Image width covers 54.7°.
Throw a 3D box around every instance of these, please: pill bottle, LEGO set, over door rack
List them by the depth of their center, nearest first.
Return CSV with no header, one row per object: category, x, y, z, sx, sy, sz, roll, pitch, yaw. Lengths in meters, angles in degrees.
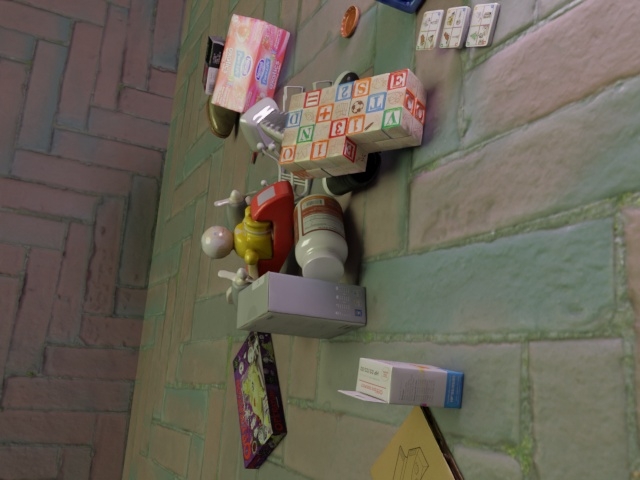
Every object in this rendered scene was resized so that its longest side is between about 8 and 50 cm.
LEGO set,0.284,-0.480,1.173,0.182,0.060,0.244,18,98,52
pill bottle,0.000,0.000,1.422,0.216,0.121,0.121,-95,28,-49
over door rack,-0.089,-0.300,1.772,0.239,0.108,0.324,22,100,63

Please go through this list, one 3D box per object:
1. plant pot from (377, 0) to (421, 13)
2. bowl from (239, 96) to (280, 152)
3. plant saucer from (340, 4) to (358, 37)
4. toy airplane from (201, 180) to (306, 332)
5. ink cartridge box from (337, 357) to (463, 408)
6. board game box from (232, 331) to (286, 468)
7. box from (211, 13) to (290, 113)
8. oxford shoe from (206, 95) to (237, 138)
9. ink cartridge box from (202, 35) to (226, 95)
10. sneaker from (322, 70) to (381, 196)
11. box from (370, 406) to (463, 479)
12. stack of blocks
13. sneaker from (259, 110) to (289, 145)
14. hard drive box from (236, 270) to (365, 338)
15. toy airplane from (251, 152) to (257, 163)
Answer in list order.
plant pot,0.143,-0.662,1.299,0.236,0.235,0.212,126,150,-43
bowl,-0.166,-0.350,1.896,0.053,0.142,0.142,24,59,41
plant saucer,0.079,-0.578,1.639,0.083,0.013,0.084,-37,48,55
toy airplane,-0.193,0.038,1.660,0.386,0.272,0.385,176,105,-67
ink cartridge box,0.132,0.235,1.027,0.104,0.181,0.062,-6,75,63
board game box,-0.179,0.434,1.750,0.347,0.056,0.208,-105,32,-42
box,-0.234,-0.576,2.065,0.142,0.154,0.300,23,103,28
oxford shoe,-0.364,-0.574,2.424,0.130,0.123,0.348,-22,61,58
ink cartridge box,-0.382,-0.638,2.233,0.371,0.069,0.176,-115,35,-66
sneaker,0.085,-0.247,1.412,0.147,0.104,0.296,6,89,60
box,0.162,0.412,1.083,0.201,0.021,0.164,-64,30,28
stack of blocks,0.064,-0.235,1.296,0.297,0.087,0.171,-4,69,36
sneaker,-0.055,-0.239,1.583,0.281,0.105,0.115,37,146,34
hard drive box,-0.044,0.150,1.363,0.181,0.232,0.089,-34,51,55
toy airplane,-0.220,-0.332,2.141,0.151,0.028,0.151,-37,48,54
